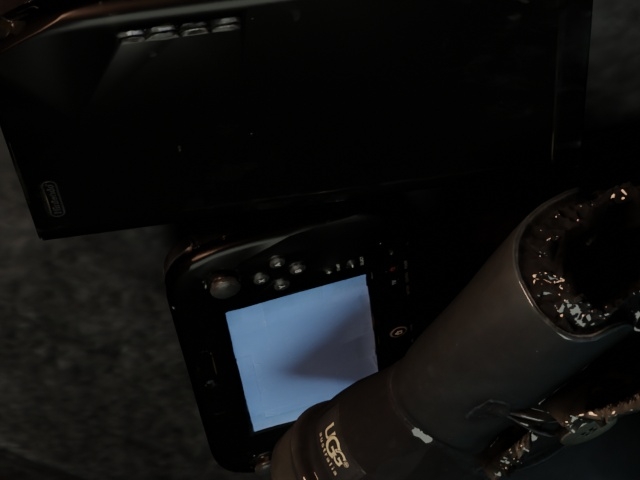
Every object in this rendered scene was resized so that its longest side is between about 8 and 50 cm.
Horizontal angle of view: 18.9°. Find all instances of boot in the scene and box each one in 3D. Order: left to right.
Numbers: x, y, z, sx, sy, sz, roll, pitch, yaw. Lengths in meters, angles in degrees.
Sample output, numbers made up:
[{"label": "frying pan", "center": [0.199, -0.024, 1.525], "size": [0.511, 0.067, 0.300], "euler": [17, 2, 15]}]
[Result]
[{"label": "boot", "center": [0.125, 0.061, 0.829], "size": [0.246, 0.094, 0.207], "euler": [2, 149, -38]}]

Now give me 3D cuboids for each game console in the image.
[{"label": "game console", "center": [0.000, 0.000, 0.788], "size": [0.213, 0.044, 0.361], "euler": [-8, 147, 0]}]
